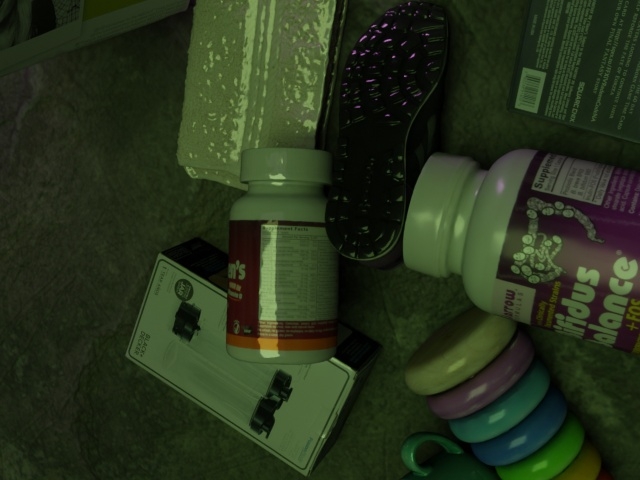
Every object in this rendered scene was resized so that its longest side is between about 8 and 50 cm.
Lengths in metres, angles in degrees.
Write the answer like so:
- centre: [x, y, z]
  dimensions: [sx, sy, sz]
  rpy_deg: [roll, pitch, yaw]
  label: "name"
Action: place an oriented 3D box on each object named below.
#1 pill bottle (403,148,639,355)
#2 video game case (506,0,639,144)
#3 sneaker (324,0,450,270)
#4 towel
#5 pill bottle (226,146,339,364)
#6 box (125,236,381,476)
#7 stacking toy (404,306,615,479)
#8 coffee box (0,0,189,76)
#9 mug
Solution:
- centre: [0.240, 0.006, 0.749]
  dimensions: [0.301, 0.169, 0.169]
  rpy_deg: [15, 109, 21]
  label: "pill bottle"
- centre: [0.320, -0.171, 0.707]
  dimensions: [0.274, 0.026, 0.196]
  rpy_deg: [19, 133, 18]
  label: "video game case"
- centre: [0.080, -0.109, 0.839]
  dimensions: [0.107, 0.124, 0.283]
  rpy_deg: [12, 83, 26]
  label: "sneaker"
- centre: [-0.074, -0.192, 0.909]
  dimensions: [0.187, 0.049, 0.282]
  rpy_deg: [16, 109, 20]
  label: "towel"
- centre: [-0.039, 0.016, 0.840]
  dimensions: [0.121, 0.121, 0.221]
  rpy_deg: [1, 90, 25]
  label: "pill bottle"
- centre: [-0.089, 0.141, 0.983]
  dimensions: [0.290, 0.087, 0.169]
  rpy_deg: [29, 114, 16]
  label: "box"
- centre: [0.237, 0.232, 0.838]
  dimensions: [0.141, 0.141, 0.330]
  rpy_deg: [-37, 91, 28]
  label: "stacking toy"
- centre: [-0.313, -0.407, 0.736]
  dimensions: [0.337, 0.338, 0.334]
  rpy_deg: [44, 138, 12]
  label: "coffee box"
- centre: [0.159, 0.296, 0.885]
  dimensions: [0.129, 0.097, 0.158]
  rpy_deg: [37, 144, 44]
  label: "mug"
